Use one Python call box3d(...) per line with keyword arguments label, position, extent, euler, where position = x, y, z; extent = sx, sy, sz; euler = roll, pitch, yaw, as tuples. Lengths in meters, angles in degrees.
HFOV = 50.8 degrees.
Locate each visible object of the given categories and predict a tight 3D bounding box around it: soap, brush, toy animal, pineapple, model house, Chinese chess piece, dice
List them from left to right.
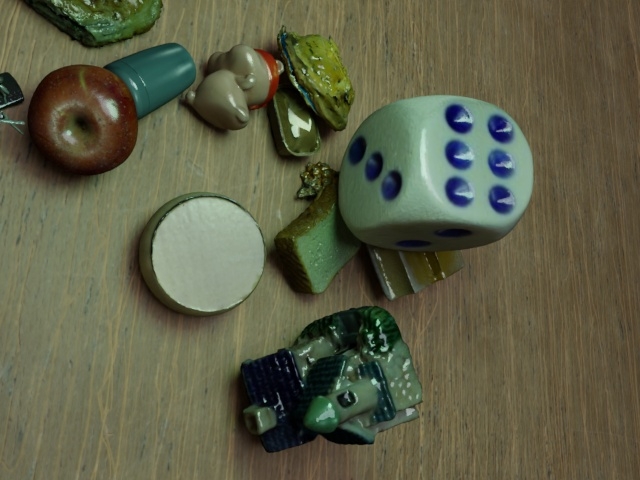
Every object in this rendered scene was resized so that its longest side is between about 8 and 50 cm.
box3d(label="brush", position=(-0.636, -0.249, 1.215), extent=(0.193, 0.016, 0.063), euler=(-33, 96, -37))
box3d(label="Chinese chess piece", position=(-0.231, 0.027, 1.336), extent=(0.250, 0.103, 0.250), euler=(2, 85, -24))
box3d(label="toy animal", position=(-0.180, -0.339, 1.470), extent=(0.171, 0.171, 0.198), euler=(43, 60, -17))
box3d(label="pineapple", position=(-0.013, -0.127, 1.589), extent=(0.114, 0.077, 0.114), euler=(-32, 61, -26))
box3d(label="model house", position=(-0.002, 0.290, 1.321), extent=(0.284, 0.298, 0.243), euler=(-20, 88, -36))
box3d(label="soap", position=(0.211, -0.022, 1.653), extent=(0.259, 0.143, 0.281), euler=(-23, 93, -47))
box3d(label="dice", position=(0.236, -0.130, 1.426), extent=(0.304, 0.304, 0.277), euler=(10, 74, -28))

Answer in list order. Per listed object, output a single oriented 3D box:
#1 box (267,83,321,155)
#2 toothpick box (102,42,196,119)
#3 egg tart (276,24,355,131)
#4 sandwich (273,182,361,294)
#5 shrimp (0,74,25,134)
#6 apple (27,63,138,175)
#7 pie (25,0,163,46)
box3d(label="box", position=(-0.061, -0.276, 1.564), extent=(0.111, 0.111, 0.177), euler=(-8, 82, -36))
box3d(label="toothpick box", position=(-0.347, -0.330, 1.376), extent=(0.184, 0.120, 0.120), euler=(-41, 101, -39))
box3d(label="egg tart", position=(0.006, -0.393, 1.572), extent=(0.291, 0.107, 0.291), euler=(53, 18, -25))
box3d(label="sandwich", position=(0.000, 0.000, 1.510), extent=(0.215, 0.065, 0.186), euler=(-46, 130, -36))
box3d(label="shrimp", position=(-0.608, -0.191, 1.122), extent=(0.221, 0.166, 0.410), euler=(6, 71, -4))
box3d(label="apple", position=(-0.433, -0.224, 1.249), extent=(0.201, 0.162, 0.201), euler=(-2, 108, -6))
box3d(label="pie", position=(-0.478, -0.563, 1.362), extent=(0.354, 0.103, 0.288), euler=(38, 64, -22))
